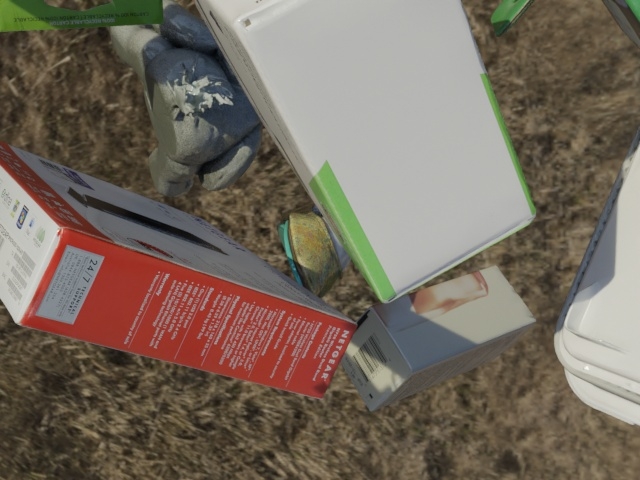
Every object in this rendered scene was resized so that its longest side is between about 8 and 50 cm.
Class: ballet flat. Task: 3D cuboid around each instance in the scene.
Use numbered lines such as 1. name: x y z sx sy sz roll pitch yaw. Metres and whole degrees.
1. ballet flat: 0.000 0.000 1.284 0.123 0.348 0.123 -1 99 -5

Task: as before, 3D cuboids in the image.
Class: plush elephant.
1. plush elephant: -0.103 -0.214 1.145 0.256 0.330 0.271 -20 102 -22

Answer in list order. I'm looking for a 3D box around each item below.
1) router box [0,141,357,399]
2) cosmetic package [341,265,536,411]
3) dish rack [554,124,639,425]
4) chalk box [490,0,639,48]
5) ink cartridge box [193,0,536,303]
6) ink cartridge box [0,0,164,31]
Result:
1. router box: -0.178 0.017 0.823 0.301 0.335 0.082 22 95 -38
2. cosmetic package: 0.192 0.158 1.425 0.296 0.153 0.129 -13 61 -37
3. dish rack: 0.310 0.012 0.575 0.072 0.333 0.285 27 86 -33
4. chalk box: 0.210 -0.226 0.488 0.179 0.289 0.180 51 20 -13
5. ink cartridge box: 0.007 -0.119 0.572 0.115 0.273 0.198 -30 122 -2
6. ink cartridge box: -0.249 -0.332 0.853 0.189 0.097 0.255 -7 117 -14
